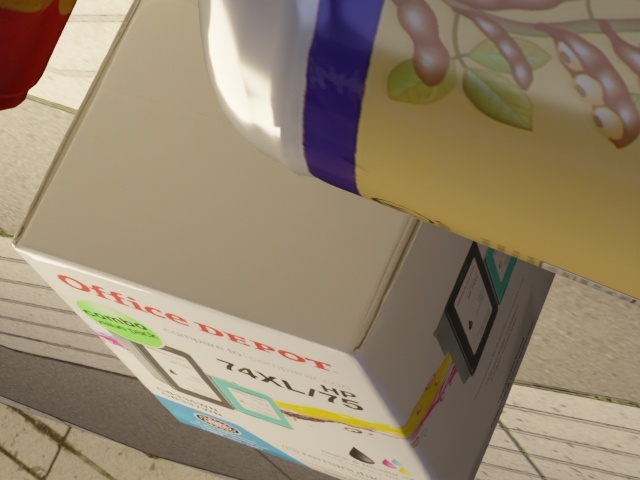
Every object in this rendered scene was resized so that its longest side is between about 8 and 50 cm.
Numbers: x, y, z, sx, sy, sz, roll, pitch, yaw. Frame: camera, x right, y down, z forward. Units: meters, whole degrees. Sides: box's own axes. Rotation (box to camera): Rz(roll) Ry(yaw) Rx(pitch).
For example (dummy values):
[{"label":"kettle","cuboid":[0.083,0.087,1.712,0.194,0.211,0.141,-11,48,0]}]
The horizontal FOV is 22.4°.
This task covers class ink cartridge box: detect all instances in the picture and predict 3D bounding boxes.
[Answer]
[{"label":"ink cartridge box","cuboid":[0.000,0.000,0.896,0.198,0.197,0.270,16,160,22]}]

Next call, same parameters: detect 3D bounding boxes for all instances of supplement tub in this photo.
[{"label":"supplement tub","cuboid":[0.161,-0.078,0.403,0.331,0.241,0.241,21,162,9]}]

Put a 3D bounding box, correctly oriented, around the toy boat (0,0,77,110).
[{"label":"toy boat","cuboid":[-0.097,-0.164,0.547,0.267,0.148,0.318,15,-157,-18]}]
